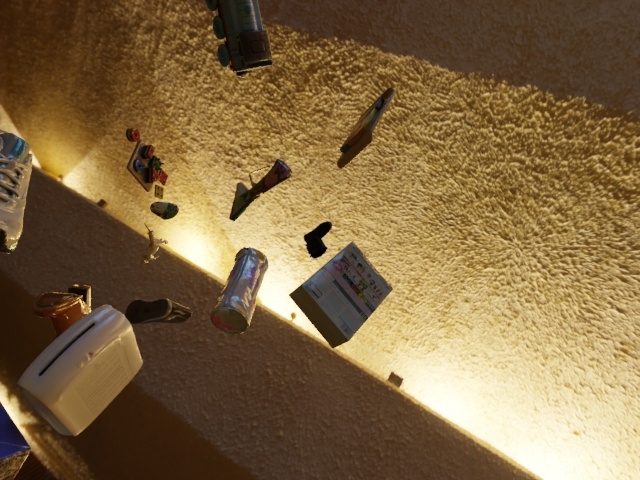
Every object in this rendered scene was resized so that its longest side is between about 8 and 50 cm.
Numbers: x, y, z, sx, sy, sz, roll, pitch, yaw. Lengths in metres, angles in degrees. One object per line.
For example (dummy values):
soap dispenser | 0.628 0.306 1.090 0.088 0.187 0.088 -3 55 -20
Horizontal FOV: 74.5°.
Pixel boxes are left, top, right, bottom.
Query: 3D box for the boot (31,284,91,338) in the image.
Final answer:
boot | -0.804 0.267 1.311 0.108 0.283 0.221 6 -88 -13

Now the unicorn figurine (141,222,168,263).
unicorn figurine | -0.611 0.019 1.540 0.060 0.111 0.162 19 -83 5

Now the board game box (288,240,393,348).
board game box | 0.076 0.169 1.387 0.224 0.303 0.097 50 -43 3

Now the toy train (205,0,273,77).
toy train | -0.152 -0.404 0.785 0.105 0.080 0.184 16 -57 47

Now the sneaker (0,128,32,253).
sneaker | -0.305 -0.059 0.391 0.083 0.071 0.190 -49 -130 -3

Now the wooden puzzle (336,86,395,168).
wooden puzzle | 0.142 -0.376 1.403 0.044 0.221 0.239 32 -118 -15

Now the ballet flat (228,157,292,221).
ballet flat | -0.180 -0.145 1.157 0.221 0.077 0.079 -37 -84 10

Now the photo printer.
photo printer | -0.564 0.310 1.015 0.107 0.256 0.308 30 -39 10

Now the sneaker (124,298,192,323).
sneaker | -0.545 0.250 1.410 0.221 0.118 0.083 -7 -115 28

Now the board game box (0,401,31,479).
board game box | -0.792 0.479 0.884 0.232 0.141 0.291 39 -78 20

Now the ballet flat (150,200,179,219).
ballet flat | -0.565 -0.112 1.502 0.188 0.070 0.070 3 -89 53

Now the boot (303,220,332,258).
boot | 0.000 0.000 1.415 0.121 0.045 0.099 -31 -136 7

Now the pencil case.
pencil case | -0.233 0.142 1.246 0.113 0.273 0.124 11 -49 0

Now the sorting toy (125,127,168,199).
sorting toy | -0.603 -0.258 1.488 0.046 0.275 0.133 -1 -122 13
